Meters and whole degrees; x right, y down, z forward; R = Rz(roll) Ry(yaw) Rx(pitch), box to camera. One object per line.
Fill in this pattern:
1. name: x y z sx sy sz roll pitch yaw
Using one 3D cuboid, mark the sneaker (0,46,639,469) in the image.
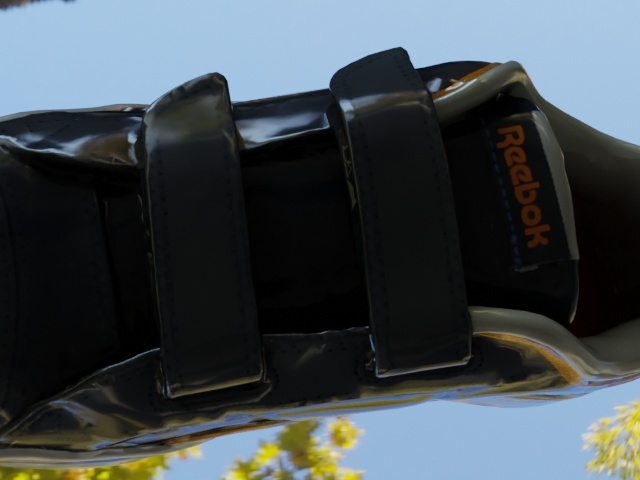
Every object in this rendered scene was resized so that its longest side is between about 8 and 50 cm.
1. sneaker: 0.000 0.000 0.474 0.321 0.127 0.126 -2 -107 -29
